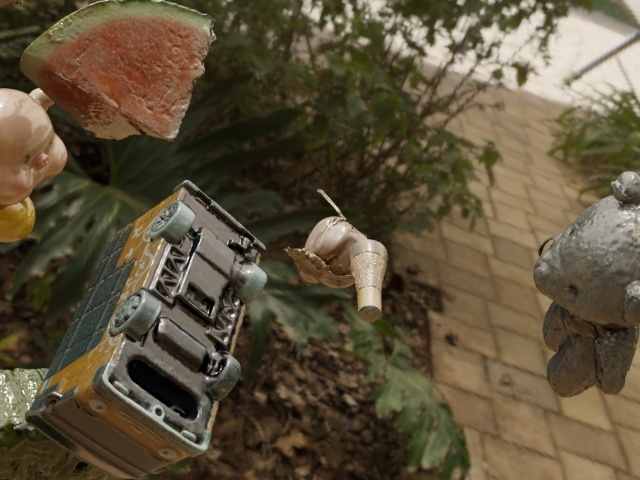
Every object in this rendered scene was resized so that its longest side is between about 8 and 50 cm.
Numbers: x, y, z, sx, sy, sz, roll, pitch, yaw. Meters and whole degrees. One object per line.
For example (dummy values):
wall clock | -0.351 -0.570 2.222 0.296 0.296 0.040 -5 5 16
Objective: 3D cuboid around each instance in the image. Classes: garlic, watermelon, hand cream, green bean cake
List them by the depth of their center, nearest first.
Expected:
green bean cake | -0.450 0.329 1.388 0.250 0.247 0.156 8 38 -41
watermelon | -0.322 -0.280 1.424 0.193 0.231 0.310 7 26 40
hand cream | 0.099 0.086 1.751 0.084 0.084 0.203 17 35 -12
garlic | 0.000 0.000 2.094 0.207 0.207 0.256 -13 80 -53

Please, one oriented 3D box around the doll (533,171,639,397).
doll | 0.344 0.083 1.147 0.158 0.340 0.245 5 56 -12

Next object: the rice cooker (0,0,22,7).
rice cooker | -0.492 -0.402 1.204 0.206 0.145 0.127 8 51 -59

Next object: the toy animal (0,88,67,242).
toy animal | -0.562 -0.157 1.560 0.277 0.247 0.345 54 10 -18

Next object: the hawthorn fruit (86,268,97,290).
hawthorn fruit | -0.415 0.154 2.018 0.295 0.294 0.311 13 22 -20

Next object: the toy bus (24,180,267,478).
toy bus | -0.170 0.092 0.877 0.138 0.167 0.275 42 36 -26
